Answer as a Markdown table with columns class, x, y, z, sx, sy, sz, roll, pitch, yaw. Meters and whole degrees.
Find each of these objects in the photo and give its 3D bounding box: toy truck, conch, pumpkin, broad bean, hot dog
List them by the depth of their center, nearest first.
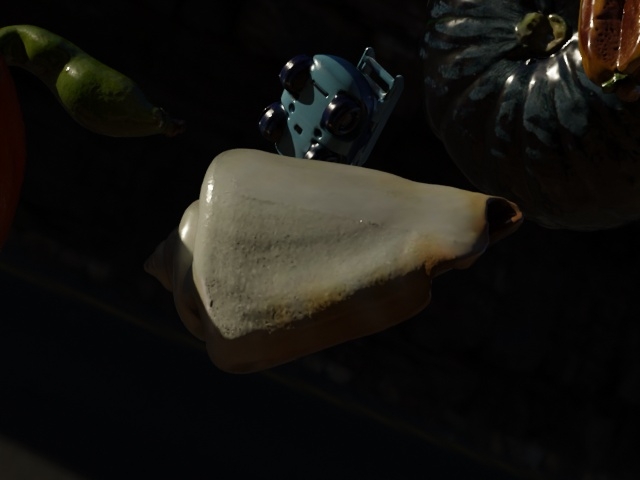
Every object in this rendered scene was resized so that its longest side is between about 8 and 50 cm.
| class | x | y | z | sx | sy | sz | roll | pitch | yaw |
| --- | --- | --- | --- | --- | --- | --- | --- | --- | --- |
| conch | -0.001 | 0.012 | 0.753 | 0.176 | 0.094 | 0.104 | 11 | 12 | 16 |
| toy truck | -0.002 | -0.060 | 1.074 | 0.074 | 0.136 | 0.063 | -14 | 53 | -46 |
| hot dog | 0.226 | -0.180 | 1.195 | 0.072 | 0.188 | 0.055 | -6 | -35 | 31 |
| broad bean | -0.223 | -0.144 | 1.537 | 0.213 | 0.070 | 0.048 | 23 | -11 | 7 |
| pumpkin | 0.277 | -0.188 | 1.689 | 0.363 | 0.363 | 0.266 | 32 | 6 | 32 |

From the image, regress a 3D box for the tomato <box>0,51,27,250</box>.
| class | x | y | z | sx | sy | sz | roll | pitch | yaw |
| --- | --- | --- | --- | --- | --- | --- | --- | --- | --- |
| tomato | -0.239 | -0.049 | 0.806 | 0.188 | 0.232 | 0.232 | -11 | -2 | 17 |
